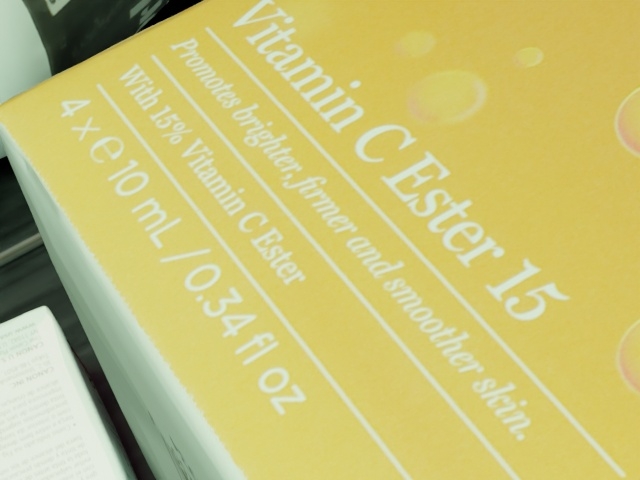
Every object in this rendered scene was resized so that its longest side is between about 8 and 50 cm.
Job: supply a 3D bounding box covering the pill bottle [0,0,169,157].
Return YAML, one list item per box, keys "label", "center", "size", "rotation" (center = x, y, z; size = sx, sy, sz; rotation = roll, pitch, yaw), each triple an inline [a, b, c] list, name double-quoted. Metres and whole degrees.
- label: "pill bottle"
  center: [-0.141, -0.132, 0.669]
  size: [0.162, 0.162, 0.278]
  rotation: [17, 54, 32]

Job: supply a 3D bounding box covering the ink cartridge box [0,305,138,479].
- label: "ink cartridge box"
  center: [-0.114, 0.123, 0.500]
  size: [0.145, 0.045, 0.179]
  rotation: [-24, 62, -8]

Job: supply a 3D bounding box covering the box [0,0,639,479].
- label: "box"
  center: [0.125, -0.001, 0.441]
  size: [0.345, 0.168, 0.215]
  rotation: [-29, 44, -13]
